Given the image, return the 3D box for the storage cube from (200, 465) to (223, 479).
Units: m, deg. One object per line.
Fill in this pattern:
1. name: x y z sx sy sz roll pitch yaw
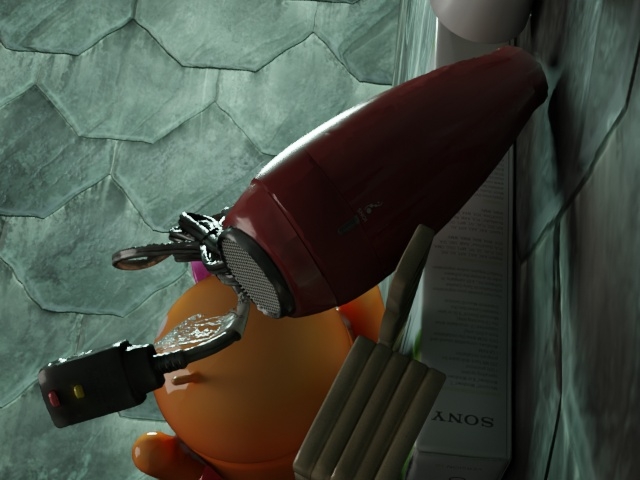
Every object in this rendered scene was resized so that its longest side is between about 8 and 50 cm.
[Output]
1. storage cube: 0.002 0.179 0.936 0.215 0.193 0.183 89 -173 -75

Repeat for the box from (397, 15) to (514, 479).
1. box: 0.083 0.036 0.731 0.232 0.058 0.322 95 -177 -59

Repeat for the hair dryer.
1. hair dryer: -0.017 -0.026 0.583 0.080 0.293 0.223 60 -163 -21

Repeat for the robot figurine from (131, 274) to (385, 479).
1. robot figurine: -0.033 0.093 0.702 0.219 0.158 0.128 70 -161 -64

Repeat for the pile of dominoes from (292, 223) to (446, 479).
1. pile of dominoes: 0.015 0.114 0.527 0.196 0.040 0.251 -62 -9 -16

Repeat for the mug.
1. mug: 0.101 -0.164 0.631 0.064 0.062 0.078 109 163 -58

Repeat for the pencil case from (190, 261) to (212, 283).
1. pencil case: 0.000 0.000 0.979 0.104 0.236 0.104 58 -168 -20
